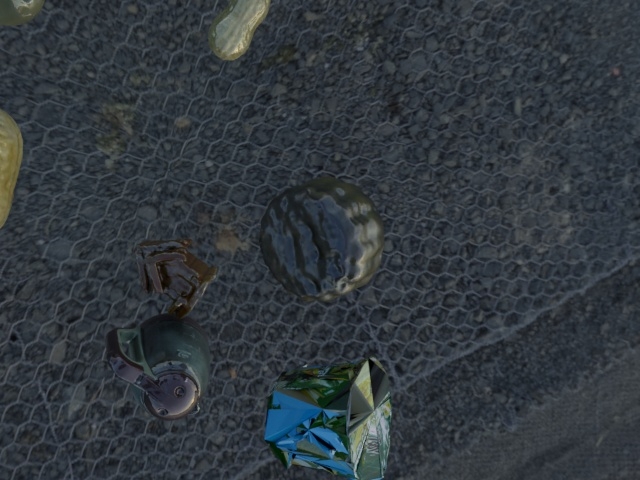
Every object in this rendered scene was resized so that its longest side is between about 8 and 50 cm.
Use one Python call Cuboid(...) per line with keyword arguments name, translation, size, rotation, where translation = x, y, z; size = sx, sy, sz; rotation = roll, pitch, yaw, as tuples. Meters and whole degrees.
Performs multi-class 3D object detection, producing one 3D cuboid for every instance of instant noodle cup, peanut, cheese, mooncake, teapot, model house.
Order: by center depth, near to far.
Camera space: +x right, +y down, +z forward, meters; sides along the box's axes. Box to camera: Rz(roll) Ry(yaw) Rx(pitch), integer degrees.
Cuboid(name="peanut", translation=(-0.512, -0.090, 0.820), size=(0.129, 0.129, 0.224), rotation=(10, 80, -16))
Cuboid(name="peanut", translation=(-0.140, -0.407, 1.021), size=(0.082, 0.082, 0.187), rotation=(29, 85, -16))
Cuboid(name="instant noodle cup", translation=(0.019, 0.339, 1.091), size=(0.178, 0.240, 0.240), rotation=(-6, 101, 25))
Cuboid(name="cheese", translation=(-0.700, -0.545, 1.210), size=(0.202, 0.091, 0.175), rotation=(4, 141, 17))
Cuboid(name="mooncake", translation=(0.000, 0.000, 1.316), size=(0.161, 0.290, 0.290), rotation=(-22, 106, -53))
Cuboid(name="teapot", translation=(-0.444, 0.340, 1.547), size=(0.315, 0.312, 0.233), rotation=(37, 93, -22))
Cuboid(name="model house", translation=(-0.421, 0.088, 1.571), size=(0.229, 0.199, 0.219), rotation=(37, 104, -5))
